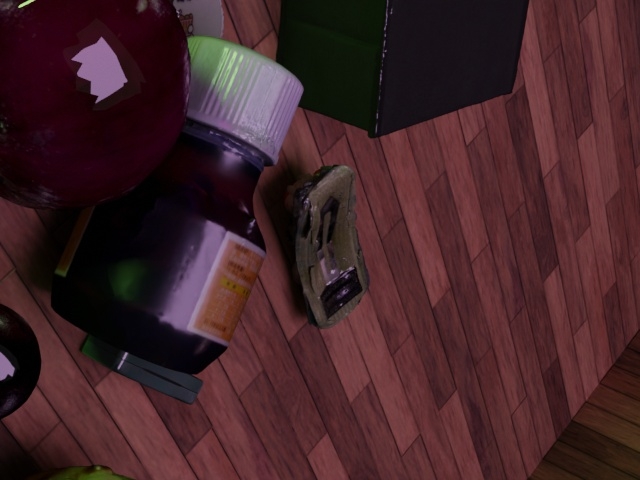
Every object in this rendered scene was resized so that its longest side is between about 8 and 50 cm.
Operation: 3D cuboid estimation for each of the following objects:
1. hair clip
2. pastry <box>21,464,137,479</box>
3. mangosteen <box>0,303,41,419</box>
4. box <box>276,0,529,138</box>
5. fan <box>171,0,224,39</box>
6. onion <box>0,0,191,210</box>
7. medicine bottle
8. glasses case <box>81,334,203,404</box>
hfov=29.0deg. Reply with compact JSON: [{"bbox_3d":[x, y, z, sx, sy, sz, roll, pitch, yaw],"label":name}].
[{"bbox_3d":[-0.001,0.000,1.908,0.138,0.091,0.321,-43,148,-27],"label":"hair clip"},{"bbox_3d":[-0.320,0.464,1.573,0.389,0.313,0.388,-17,120,-32],"label":"pastry"},{"bbox_3d":[-0.400,0.138,1.451,0.152,0.152,0.152,-27,129,-40],"label":"mangosteen"},{"bbox_3d":[0.122,-0.321,1.784,0.345,0.204,0.251,-20,124,-44],"label":"box"},{"bbox_3d":[-0.196,-0.203,1.616,0.191,0.009,0.329,-20,123,-45],"label":"fan"},{"bbox_3d":[-0.265,-0.181,1.346,0.282,0.260,0.336,-39,135,-39],"label":"onion"},{"bbox_3d":[-0.159,-0.049,1.549,0.242,0.243,0.395,31,84,-53],"label":"medicine bottle"},{"bbox_3d":[-0.242,0.175,1.706,0.184,0.078,0.039,36,79,-53],"label":"glasses case"}]
